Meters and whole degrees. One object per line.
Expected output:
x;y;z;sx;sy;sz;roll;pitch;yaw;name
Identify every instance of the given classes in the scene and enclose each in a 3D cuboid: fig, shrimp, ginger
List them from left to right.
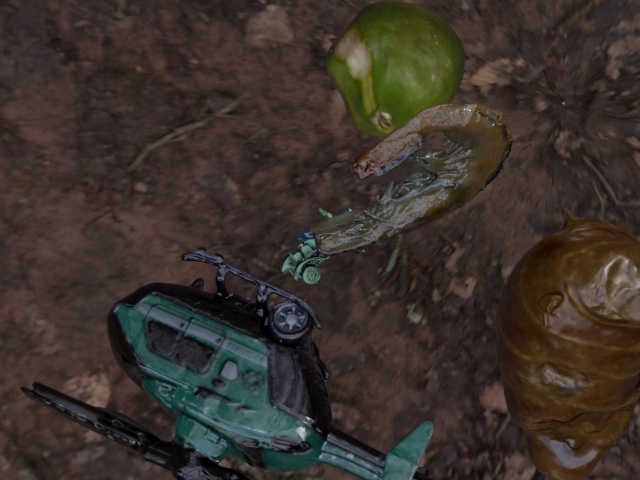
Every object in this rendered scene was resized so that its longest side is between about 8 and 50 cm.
0.105;-0.219;1.650;0.206;0.275;0.206;3;128;4;fig
0.100;-0.071;1.258;0.253;0.173;0.058;-24;53;-6;shrimp
0.284;0.089;1.280;0.176;0.418;0.254;0;58;6;ginger

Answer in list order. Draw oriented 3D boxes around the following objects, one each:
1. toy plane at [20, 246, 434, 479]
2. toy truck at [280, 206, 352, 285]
-0.035;0.130;0.834;0.381;0.106;0.155;25;65;16;toy plane
0.001;-0.001;1.833;0.154;0.080;0.078;-39;114;-12;toy truck
